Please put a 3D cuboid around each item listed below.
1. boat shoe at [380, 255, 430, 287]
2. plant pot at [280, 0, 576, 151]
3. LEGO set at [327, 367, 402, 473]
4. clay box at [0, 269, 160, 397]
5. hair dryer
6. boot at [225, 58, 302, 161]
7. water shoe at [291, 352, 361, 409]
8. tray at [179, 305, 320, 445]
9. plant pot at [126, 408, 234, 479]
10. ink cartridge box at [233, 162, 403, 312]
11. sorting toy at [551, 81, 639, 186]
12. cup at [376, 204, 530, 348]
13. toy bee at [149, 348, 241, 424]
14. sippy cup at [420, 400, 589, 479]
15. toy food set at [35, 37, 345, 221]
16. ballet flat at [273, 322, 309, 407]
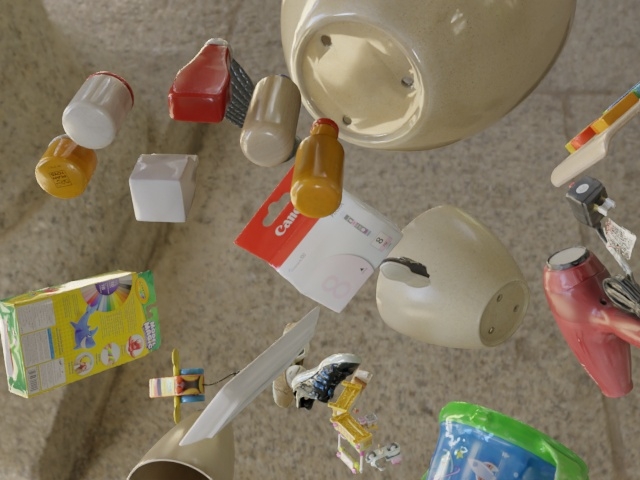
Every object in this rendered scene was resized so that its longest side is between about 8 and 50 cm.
[{"bbox_3d":[0.143,0.047,1.293,0.046,0.125,0.038,-27,56,37],"label":"boat shoe"},{"bbox_3d":[0.074,-0.193,0.712,0.284,0.284,0.191,17,46,20],"label":"plant pot"},{"bbox_3d":[0.081,0.414,1.703,0.132,0.107,0.287,-6,29,-10],"label":"LEGO set"},{"bbox_3d":[-0.327,0.120,1.061,0.053,0.127,0.222,4,12,38],"label":"clay box"},{"bbox_3d":[0.317,0.091,0.834,0.080,0.293,0.223,-23,53,2],"label":"hair dryer"},{"bbox_3d":[-0.128,-0.244,1.430,0.083,0.246,0.161,-38,8,8],"label":"boot"},{"bbox_3d":[0.019,0.301,1.607,0.073,0.203,0.080,14,54,-36],"label":"water shoe"},{"bbox_3d":[-0.089,0.199,1.115,0.030,0.145,0.270,41,33,9],"label":"tray"},{"bbox_3d":[-0.324,0.565,1.951,0.257,0.256,0.274,4,27,10],"label":"plant pot"},{"bbox_3d":[0.000,0.000,1.314,0.189,0.232,0.066,-51,35,13],"label":"ink cartridge box"},{"bbox_3d":[0.407,-0.173,1.036,0.038,0.193,0.208,45,82,4],"label":"sorting toy"},{"bbox_3d":[0.328,0.115,1.725,0.331,0.331,0.237,-34,41,-22],"label":"cup"},{"bbox_3d":[-0.375,0.387,2.094,0.298,0.162,0.195,-32,67,21],"label":"toy bee"},{"bbox_3d":[0.250,0.396,1.145,0.240,0.305,0.224,23,71,21],"label":"sippy cup"},{"bbox_3d":[-0.097,-0.089,0.598,0.233,0.111,0.104,2,38,4],"label":"toy food set"},{"bbox_3d":[-0.061,0.278,1.739,0.067,0.073,0.206,-20,52,38],"label":"ballet flat"}]
